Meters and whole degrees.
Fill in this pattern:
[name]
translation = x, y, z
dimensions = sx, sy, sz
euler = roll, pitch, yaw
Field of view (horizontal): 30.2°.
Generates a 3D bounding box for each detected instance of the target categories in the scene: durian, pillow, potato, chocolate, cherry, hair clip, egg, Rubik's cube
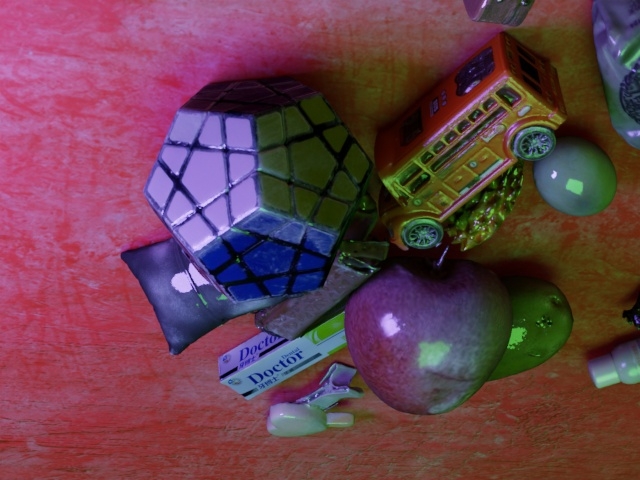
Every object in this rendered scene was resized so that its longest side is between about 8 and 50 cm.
[durian]
translation = 0.247, -0.088, 1.781
dimensions = 0.078, 0.140, 0.224
euler = 28, 109, -15
[pillow]
translation = -0.166, 0.050, 1.821
dimensions = 0.250, 0.106, 0.186
euler = -27, 93, 17
[potato]
translation = 0.306, 0.158, 2.020
dimensions = 0.174, 0.159, 0.251
euler = 44, 128, -17
[chocolate]
translation = -0.002, 0.081, 1.842
dimensions = 0.102, 0.065, 0.329
euler = 10, 150, -24
[cherry]
translation = 0.166, 0.147, 1.860
dimensions = 0.261, 0.221, 0.307
euler = 2, 121, -10
[hair clip]
translation = -0.008, 0.312, 2.202
dimensions = 0.159, 0.071, 0.218
euler = 27, 131, -37
[egg]
translation = 0.383, -0.095, 1.781
dimensions = 0.114, 0.114, 0.152
euler = -34, 136, 25
[Rubik's cube]
translation = -0.082, -0.071, 1.607
dimensions = 0.319, 0.264, 0.319
euler = -6, 138, -5

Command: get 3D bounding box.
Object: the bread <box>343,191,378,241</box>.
[bread]
translation = 0.000, 0.000, 1.843
dimensions = 0.128, 0.088, 0.232
euler = 17, 137, -17

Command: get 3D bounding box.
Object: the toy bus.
[toy bus]
translation = 0.188, -0.135, 1.687
dimensions = 0.153, 0.143, 0.329
euler = 33, 125, -25

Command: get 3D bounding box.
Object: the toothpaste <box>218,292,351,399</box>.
[toothpaste]
translation = -0.023, 0.165, 2.032
dimensions = 0.337, 0.067, 0.081
euler = -31, 131, 22

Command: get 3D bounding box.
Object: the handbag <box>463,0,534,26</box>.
[handbag]
translation = 0.228, -0.367, 1.424
dimensions = 0.072, 0.151, 0.193
euler = 2, 135, -18

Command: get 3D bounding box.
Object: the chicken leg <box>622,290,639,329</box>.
[chicken leg]
translation = 0.636, 0.087, 2.068
dimensions = 0.234, 0.063, 0.105
euler = -36, 137, 26

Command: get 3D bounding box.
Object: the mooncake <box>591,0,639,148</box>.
[mooncake]
translation = 0.507, -0.249, 1.618
dimensions = 0.255, 0.136, 0.250
euler = -20, 141, 12

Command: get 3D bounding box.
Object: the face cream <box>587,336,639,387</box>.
[face cream]
translation = 0.627, 0.207, 2.187
dimensions = 0.269, 0.082, 0.082
euler = -19, 138, 12
